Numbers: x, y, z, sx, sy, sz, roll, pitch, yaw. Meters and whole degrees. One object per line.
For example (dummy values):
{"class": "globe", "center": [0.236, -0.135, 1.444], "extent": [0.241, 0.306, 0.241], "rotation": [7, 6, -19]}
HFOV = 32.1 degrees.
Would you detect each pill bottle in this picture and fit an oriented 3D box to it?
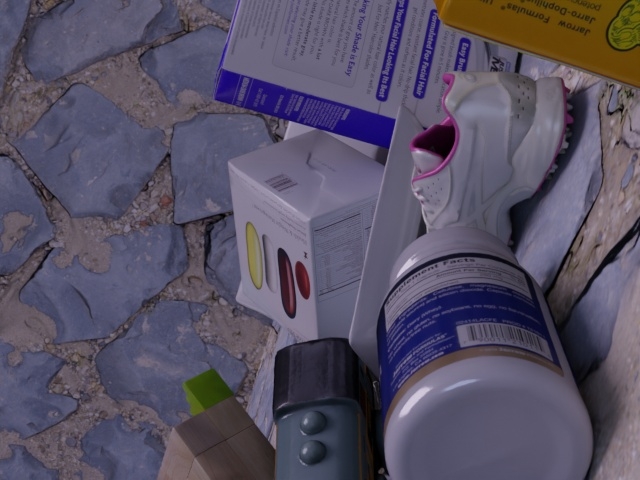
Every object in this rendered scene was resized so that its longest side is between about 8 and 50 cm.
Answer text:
{"class": "pill bottle", "center": [0.123, 0.099, 0.911], "extent": [0.265, 0.153, 0.153], "rotation": [-88, 15, -64]}

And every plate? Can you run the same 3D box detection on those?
{"class": "plate", "center": [0.107, 0.026, 1.282], "extent": [0.278, 0.045, 0.277], "rotation": [57, -137, -65]}

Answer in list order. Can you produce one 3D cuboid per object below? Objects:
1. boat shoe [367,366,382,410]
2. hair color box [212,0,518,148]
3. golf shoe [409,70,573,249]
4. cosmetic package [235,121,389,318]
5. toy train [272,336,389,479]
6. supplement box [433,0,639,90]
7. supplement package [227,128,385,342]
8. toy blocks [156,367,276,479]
{"class": "boat shoe", "center": [0.069, 0.194, 1.434], "extent": [0.219, 0.070, 0.078], "rotation": [-87, 15, -60]}
{"class": "hair color box", "center": [0.059, -0.220, 1.330], "extent": [0.110, 0.338, 0.185], "rotation": [123, 162, -72]}
{"class": "golf shoe", "center": [0.143, -0.050, 1.138], "extent": [0.115, 0.140, 0.306], "rotation": [-86, 12, -51]}
{"class": "cosmetic package", "center": [0.033, -0.069, 1.651], "extent": [0.217, 0.156, 0.385], "rotation": [-15, -54, -64]}
{"class": "toy train", "center": [0.011, 0.266, 1.203], "extent": [0.334, 0.142, 0.190], "rotation": [-88, -17, -44]}
{"class": "supplement box", "center": [0.228, -0.321, 0.843], "extent": [0.194, 0.195, 0.357], "rotation": [-91, 18, -66]}
{"class": "supplement package", "center": [0.000, 0.000, 1.401], "extent": [0.194, 0.149, 0.203], "rotation": [36, 139, 47]}
{"class": "toy blocks", "center": [-0.091, 0.392, 1.423], "extent": [0.190, 0.381, 0.261], "rotation": [-25, -28, -35]}
